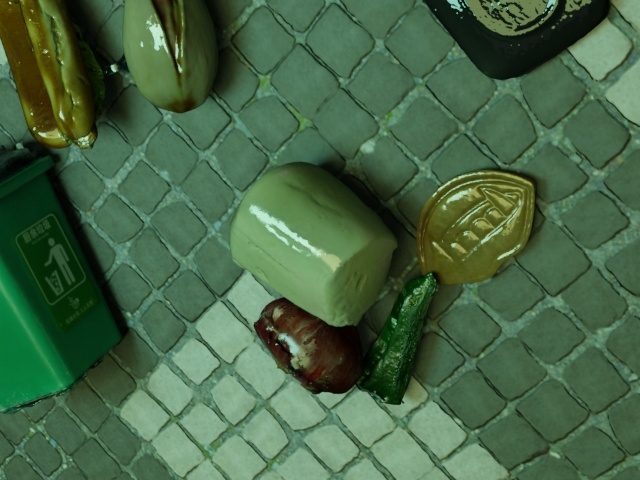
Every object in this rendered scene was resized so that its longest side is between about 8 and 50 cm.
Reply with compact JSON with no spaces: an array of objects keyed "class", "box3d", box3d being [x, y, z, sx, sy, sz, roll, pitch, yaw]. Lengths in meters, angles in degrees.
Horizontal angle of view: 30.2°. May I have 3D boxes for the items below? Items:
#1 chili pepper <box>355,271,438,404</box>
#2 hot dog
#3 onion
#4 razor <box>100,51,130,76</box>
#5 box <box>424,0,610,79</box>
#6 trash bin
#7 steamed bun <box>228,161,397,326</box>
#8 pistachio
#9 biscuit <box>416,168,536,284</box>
[{"class":"chili pepper","box3d":[0.123,0.136,1.720,0.088,0.059,0.227,30,122,12]},{"class":"hot dog","box3d":[-0.407,-0.285,1.770,0.135,0.100,0.337,-24,84,40]},{"class":"onion","box3d":[-0.008,0.137,1.735,0.184,0.184,0.147,32,89,11]},{"class":"razor","box3d":[-0.361,-0.250,1.818,0.190,0.033,0.066,-12,104,30]},{"class":"box","box3d":[0.235,-0.318,1.496,0.201,0.042,0.212,-35,93,30]},{"class":"trash bin","box3d":[-0.522,0.070,1.900,0.295,0.259,0.381,-21,103,31]},{"class":"steamed bun","box3d":[0.000,0.000,1.670,0.225,0.170,0.200,39,151,16]},{"class":"pistachio","box3d":[-0.213,-0.285,1.672,0.144,0.144,0.215,2,119,25]},{"class":"biscuit","box3d":[0.210,-0.020,1.637,0.142,0.029,0.221,49,123,1]}]
